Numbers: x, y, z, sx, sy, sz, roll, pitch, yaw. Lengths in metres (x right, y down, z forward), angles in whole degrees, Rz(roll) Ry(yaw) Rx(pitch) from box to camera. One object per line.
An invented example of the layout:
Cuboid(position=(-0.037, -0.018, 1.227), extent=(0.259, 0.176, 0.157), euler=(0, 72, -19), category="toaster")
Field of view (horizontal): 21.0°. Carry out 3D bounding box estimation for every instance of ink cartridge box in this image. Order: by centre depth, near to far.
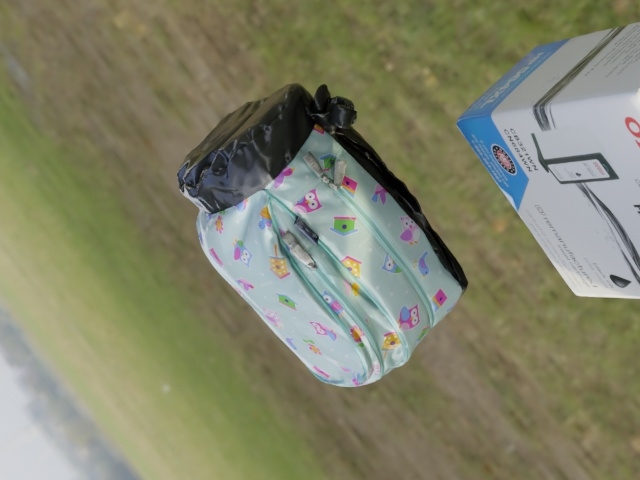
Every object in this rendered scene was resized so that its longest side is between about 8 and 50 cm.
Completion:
Cuboid(position=(0.192, -0.045, 1.011), extent=(0.148, 0.086, 0.203), euler=(54, 161, -13), category="ink cartridge box")

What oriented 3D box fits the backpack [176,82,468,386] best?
Cuboid(position=(0.000, 0.000, 1.074), extent=(0.182, 0.115, 0.152), euler=(49, 167, -13), category="backpack")
